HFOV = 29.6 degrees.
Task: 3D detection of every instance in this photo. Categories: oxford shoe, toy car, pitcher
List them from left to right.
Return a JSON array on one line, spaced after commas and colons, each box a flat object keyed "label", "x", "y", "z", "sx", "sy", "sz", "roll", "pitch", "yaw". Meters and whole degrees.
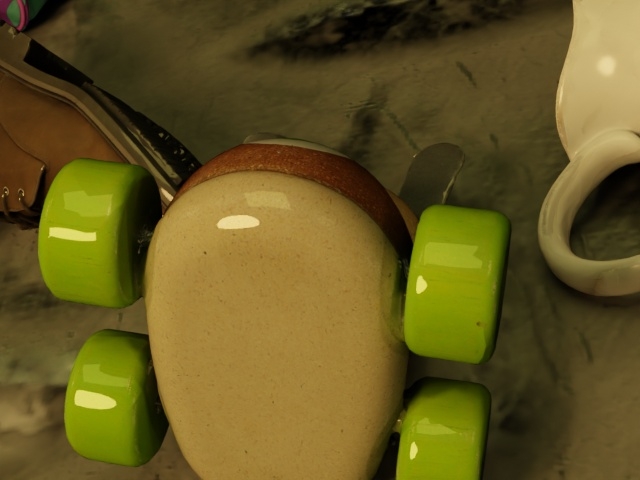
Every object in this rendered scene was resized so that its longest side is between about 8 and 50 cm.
[{"label": "oxford shoe", "x": -0.130, "y": -0.035, "z": 0.623, "sx": 0.227, "sy": 0.083, "sz": 0.096, "roll": 33, "pitch": 88, "yaw": 37}, {"label": "toy car", "x": 0.000, "y": 0.000, "z": 0.489, "sx": 0.155, "sy": 0.149, "sz": 0.188, "roll": 8, "pitch": 35, "yaw": 10}, {"label": "pitcher", "x": 0.195, "y": -0.056, "z": 0.496, "sx": 0.207, "sy": 0.125, "sz": 0.178, "roll": 0, "pitch": 65, "yaw": 35}]

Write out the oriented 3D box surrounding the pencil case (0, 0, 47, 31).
[{"label": "pencil case", "x": -0.180, "y": -0.204, "z": 0.814, "sx": 0.070, "sy": 0.064, "sz": 0.152, "roll": -10, "pitch": 36, "yaw": 49}]
